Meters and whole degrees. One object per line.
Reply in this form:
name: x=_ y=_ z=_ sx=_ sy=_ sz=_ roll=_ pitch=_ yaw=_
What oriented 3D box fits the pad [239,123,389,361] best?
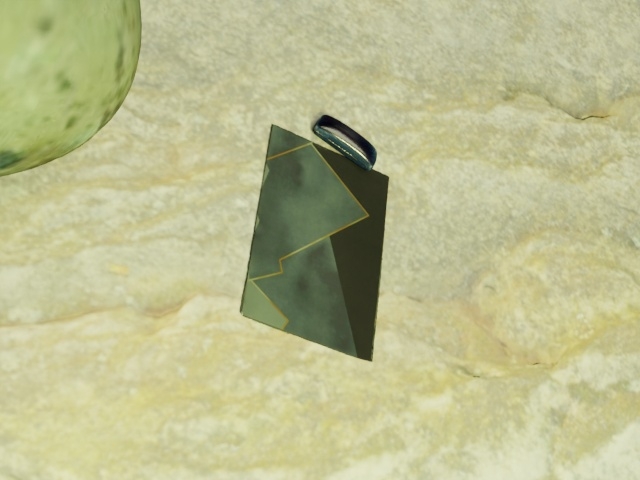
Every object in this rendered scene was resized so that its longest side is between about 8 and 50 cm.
pad: x=0.000 y=0.000 z=1.326 sx=0.163 sy=0.004 sz=0.243 roll=22 pitch=57 yaw=-24

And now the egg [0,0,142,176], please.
egg: x=-0.346 y=-0.221 z=0.987 sx=0.428 sy=0.345 sz=0.345 roll=35 pitch=52 yaw=-31

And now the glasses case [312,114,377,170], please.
glasses case: x=0.032 y=-0.115 z=1.388 sx=0.083 sy=0.023 sz=0.033 roll=36 pitch=47 yaw=-13
